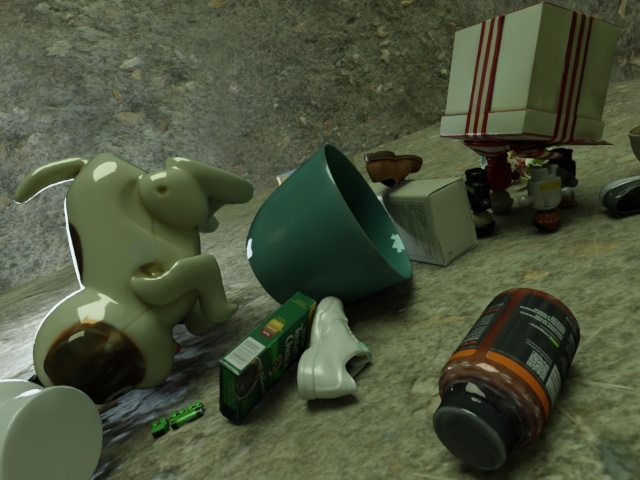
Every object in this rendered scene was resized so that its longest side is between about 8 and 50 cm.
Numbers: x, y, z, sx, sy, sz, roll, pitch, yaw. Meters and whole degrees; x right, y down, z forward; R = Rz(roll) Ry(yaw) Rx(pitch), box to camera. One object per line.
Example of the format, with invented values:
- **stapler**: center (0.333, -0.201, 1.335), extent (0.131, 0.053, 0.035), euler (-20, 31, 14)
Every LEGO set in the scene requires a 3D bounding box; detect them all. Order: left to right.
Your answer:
- **LEGO set**: center (0.589, -0.222, 1.148), extent (0.287, 0.132, 0.107), euler (-15, 25, -8)

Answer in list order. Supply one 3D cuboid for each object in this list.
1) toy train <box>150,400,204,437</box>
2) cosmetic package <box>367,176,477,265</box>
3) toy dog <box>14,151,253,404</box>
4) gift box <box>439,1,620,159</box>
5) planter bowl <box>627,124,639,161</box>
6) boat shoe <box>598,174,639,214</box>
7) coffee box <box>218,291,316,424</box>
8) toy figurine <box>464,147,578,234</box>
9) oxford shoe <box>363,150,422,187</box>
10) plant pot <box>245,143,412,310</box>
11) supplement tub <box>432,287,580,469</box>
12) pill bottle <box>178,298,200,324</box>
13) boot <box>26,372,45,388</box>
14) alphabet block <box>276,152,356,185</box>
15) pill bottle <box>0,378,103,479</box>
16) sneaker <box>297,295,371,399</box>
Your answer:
- **toy train**: center (-0.215, 0.270, 0.627), extent (0.083, 0.017, 0.024), euler (-23, 27, -12)
- **cosmetic package**: center (0.189, -0.052, 0.964), extent (0.113, 0.160, 0.309), euler (-27, 19, -27)
- **toy dog**: center (-0.326, 0.065, 0.715), extent (0.285, 0.395, 0.407), euler (-19, 56, 46)
- **gift box**: center (0.437, -0.297, 0.853), extent (0.276, 0.258, 0.255), euler (1, 12, -20)
- **planter bowl**: center (0.760, -0.197, 0.886), extent (0.162, 0.109, 0.162), euler (-18, 16, 5)
- **boat shoe**: center (0.649, -0.101, 0.762), extent (0.229, 0.080, 0.076), euler (-14, 23, 21)
- **coffee box**: center (-0.075, 0.169, 0.626), extent (0.040, 0.113, 0.184), euler (24, 35, 23)
- **toy figurine**: center (0.435, -0.104, 0.906), extent (0.210, 0.148, 0.213), euler (3, 25, 39)
- **oxford shoe**: center (0.168, -0.157, 0.941), extent (0.076, 0.076, 0.212), euler (-6, 4, 42)
- **plant pot**: center (0.000, 0.000, 0.813), extent (0.235, 0.293, 0.293), euler (-32, 12, 19)
- **supplement tub**: center (0.195, 0.139, 0.440), extent (0.106, 0.106, 0.198), euler (-1, 24, 46)
- **pill bottle**: center (-0.383, 0.124, 0.921), extent (0.246, 0.130, 0.130), euler (3, 6, -27)
- **boot**: center (-0.508, 0.249, 0.870), extent (0.207, 0.094, 0.246), euler (0, 18, 39)
- **alphabet block**: center (0.013, -0.146, 1.300), extent (0.193, 0.197, 0.192), euler (-14, 8, 33)
- **pill bottle**: center (-0.474, 0.290, 0.547), extent (0.334, 0.187, 0.188), euler (-15, 17, 15)
- **sneaker**: center (0.031, 0.161, 0.635), extent (0.094, 0.080, 0.212), euler (-2, 26, 11)
